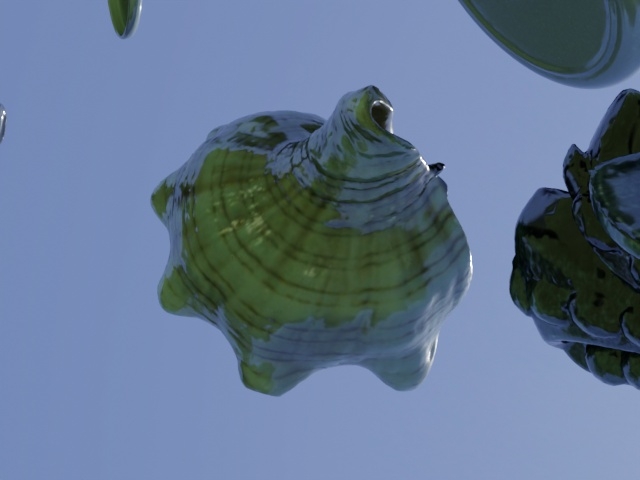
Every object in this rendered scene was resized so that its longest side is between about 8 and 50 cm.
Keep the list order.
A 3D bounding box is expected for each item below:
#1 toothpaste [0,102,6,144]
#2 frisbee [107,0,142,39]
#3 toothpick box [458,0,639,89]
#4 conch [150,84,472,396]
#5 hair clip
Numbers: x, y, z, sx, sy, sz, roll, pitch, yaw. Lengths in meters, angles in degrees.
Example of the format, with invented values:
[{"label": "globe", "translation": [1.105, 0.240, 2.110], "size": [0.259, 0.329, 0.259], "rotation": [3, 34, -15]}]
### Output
[{"label": "toothpaste", "translation": [-0.356, -0.103, 1.153], "size": [0.239, 0.039, 0.062], "rotation": [9, -101, 2]}, {"label": "frisbee", "translation": [-0.150, -0.210, 1.184], "size": [0.110, 0.014, 0.110], "rotation": [176, -90, -72]}, {"label": "toothpick box", "translation": [0.272, -0.291, 1.163], "size": [0.355, 0.263, 0.263], "rotation": [-38, -125, -18]}, {"label": "conch", "translation": [-0.008, 0.011, 0.929], "size": [0.203, 0.386, 0.169], "rotation": [35, -92, -4]}, {"label": "hair clip", "translation": [0.207, 0.033, 0.674], "size": [0.194, 0.206, 0.310], "rotation": [-21, -138, -19]}]
